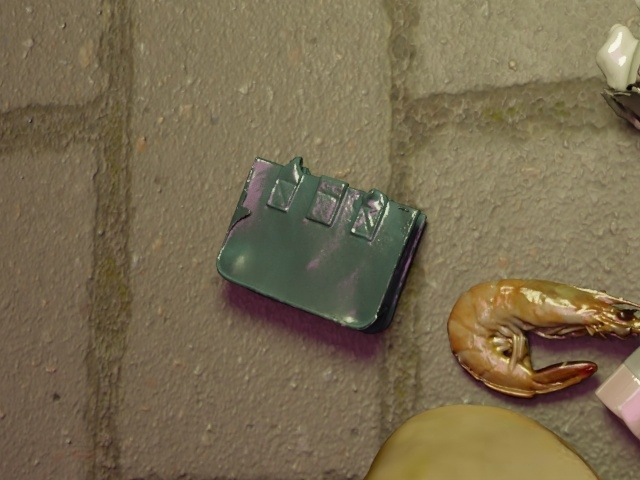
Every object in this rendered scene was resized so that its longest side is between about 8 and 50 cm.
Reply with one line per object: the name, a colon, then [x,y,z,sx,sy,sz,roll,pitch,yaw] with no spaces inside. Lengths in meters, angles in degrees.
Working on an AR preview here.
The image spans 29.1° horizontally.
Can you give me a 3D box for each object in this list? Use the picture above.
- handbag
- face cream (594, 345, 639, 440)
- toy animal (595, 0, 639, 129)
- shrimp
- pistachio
handbag: [0.000,0.000,1.480,0.229,0.062,0.179,18,84,24]
face cream: [0.388,0.123,1.305,0.198,0.057,0.084,-46,66,10]
toy animal: [0.446,-0.238,1.288,0.247,0.183,0.310,43,92,18]
shrimp: [0.251,0.109,1.362,0.236,0.053,0.133,1,79,25]
pistachio: [0.161,0.385,1.223,0.365,0.281,0.445,-23,69,28]
